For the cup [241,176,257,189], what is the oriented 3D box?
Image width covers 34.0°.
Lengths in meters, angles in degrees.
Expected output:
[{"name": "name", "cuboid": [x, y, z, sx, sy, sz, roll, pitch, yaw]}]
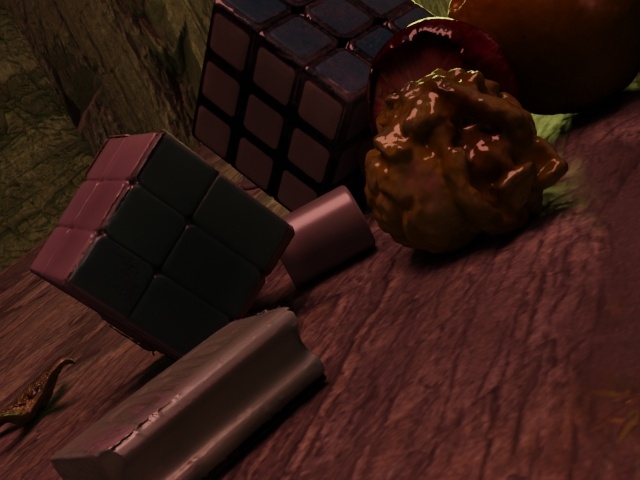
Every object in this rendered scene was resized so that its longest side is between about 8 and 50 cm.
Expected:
[{"name": "cup", "cuboid": [-0.072, -0.275, 2.507, 0.347, 0.163, 0.347, -28, 12, 7]}]

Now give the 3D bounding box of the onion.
[{"name": "onion", "cuboid": [0.179, -0.195, 1.487, 0.161, 0.248, 0.248, -22, 8, -30]}]

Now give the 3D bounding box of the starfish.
[{"name": "starfish", "cuboid": [-0.431, 0.237, 1.524, 0.216, 0.050, 0.223, -32, 0, 10]}]

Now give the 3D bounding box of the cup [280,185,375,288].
[{"name": "cup", "cuboid": [-0.005, -0.009, 1.477, 0.133, 0.099, 0.136, -29, 14, -2]}]

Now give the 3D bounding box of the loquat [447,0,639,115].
[{"name": "loquat", "cuboid": [0.334, -0.318, 1.560, 0.276, 0.284, 0.276, -30, 2, 1]}]

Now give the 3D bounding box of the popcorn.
[{"name": "popcorn", "cuboid": [0.164, -0.103, 1.276, 0.259, 0.212, 0.259, -33, 8, 5]}]

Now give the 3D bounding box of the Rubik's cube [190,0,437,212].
[{"name": "Rubik's cube", "cuboid": [0.002, -0.262, 1.765, 0.305, 0.301, 0.304, -40, -21, -36]}]

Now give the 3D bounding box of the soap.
[{"name": "soap", "cuboid": [-0.129, 0.171, 1.054, 0.261, 0.094, 0.150, -38, 16, -35]}]

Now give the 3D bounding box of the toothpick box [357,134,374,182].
[{"name": "toothpick box", "cuboid": [0.157, -0.152, 1.668, 0.180, 0.111, 0.111, -34, 14, -29]}]

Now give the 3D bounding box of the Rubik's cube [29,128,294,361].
[{"name": "Rubik's cube", "cuboid": [-0.213, 0.014, 1.369, 0.225, 0.231, 0.221, -59, 25, -13]}]
